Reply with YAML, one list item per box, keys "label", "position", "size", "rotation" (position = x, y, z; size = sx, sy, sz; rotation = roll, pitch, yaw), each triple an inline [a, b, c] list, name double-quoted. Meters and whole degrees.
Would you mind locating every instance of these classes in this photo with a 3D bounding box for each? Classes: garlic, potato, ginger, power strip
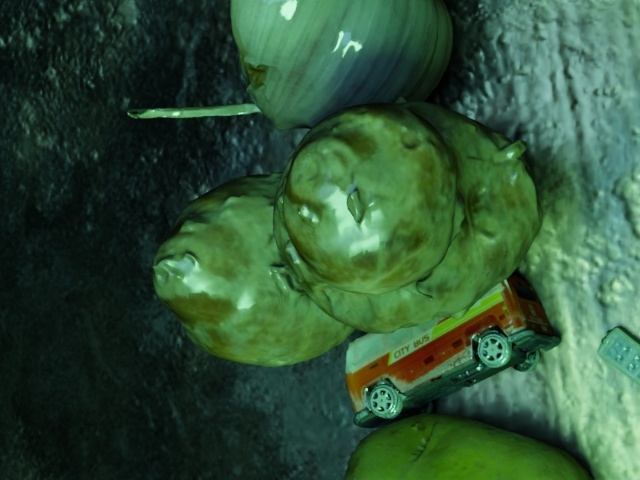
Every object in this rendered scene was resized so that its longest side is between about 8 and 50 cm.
- label: "garlic"
  position: [-0.031, -0.182, 1.280]
  size: [0.257, 0.207, 0.207]
  rotation: [-10, 86, 23]
- label: "potato"
  position: [0.113, 0.218, 1.227]
  size: [0.200, 0.137, 0.154]
  rotation: [9, 105, 17]
- label: "ginger"
  position: [0.000, 0.000, 1.211]
  size: [0.375, 0.256, 0.176]
  rotation: [-25, 78, 49]
- label: "power strip"
  position: [0.251, 0.098, 1.232]
  size: [0.083, 0.017, 0.027]
  rotation: [38, 107, 21]

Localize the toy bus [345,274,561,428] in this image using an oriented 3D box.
- label: "toy bus"
  position: [0.097, 0.088, 1.272]
  size: [0.174, 0.079, 0.077]
  rotation: [-28, 71, 23]
